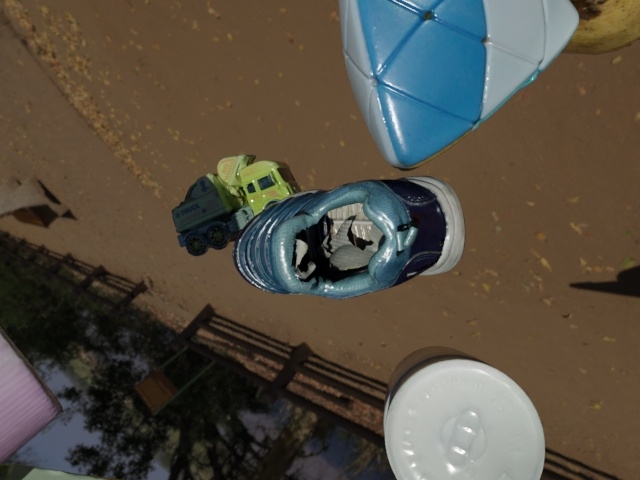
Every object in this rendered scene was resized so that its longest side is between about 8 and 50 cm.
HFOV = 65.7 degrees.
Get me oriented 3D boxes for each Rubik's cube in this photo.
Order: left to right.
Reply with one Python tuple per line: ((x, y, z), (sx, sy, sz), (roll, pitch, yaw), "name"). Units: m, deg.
((0.132, -0.167, 0.486), (0.254, 0.254, 0.254), (30, 151, 19), "Rubik's cube")

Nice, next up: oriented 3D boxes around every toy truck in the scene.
((-0.124, -0.057, 0.710), (0.191, 0.085, 0.116), (-21, 92, 17), "toy truck")

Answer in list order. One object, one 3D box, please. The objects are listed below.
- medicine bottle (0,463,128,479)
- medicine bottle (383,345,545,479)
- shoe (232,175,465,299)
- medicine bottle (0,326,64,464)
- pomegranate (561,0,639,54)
((-0.262, 0.323, 0.452), (0.141, 0.137, 0.250), (14, 130, -13), "medicine bottle")
((0.188, 0.257, 0.725), (0.190, 0.190, 0.332), (35, 177, 12), "medicine bottle")
((0.000, 0.000, 0.378), (0.207, 0.106, 0.091), (-10, 89, 41), "shoe")
((-0.367, 0.138, 0.296), (0.256, 0.325, 0.256), (29, 142, 26), "medicine bottle")
((0.362, -0.389, 0.660), (0.281, 0.281, 0.281), (30, 151, 19), "pomegranate")
